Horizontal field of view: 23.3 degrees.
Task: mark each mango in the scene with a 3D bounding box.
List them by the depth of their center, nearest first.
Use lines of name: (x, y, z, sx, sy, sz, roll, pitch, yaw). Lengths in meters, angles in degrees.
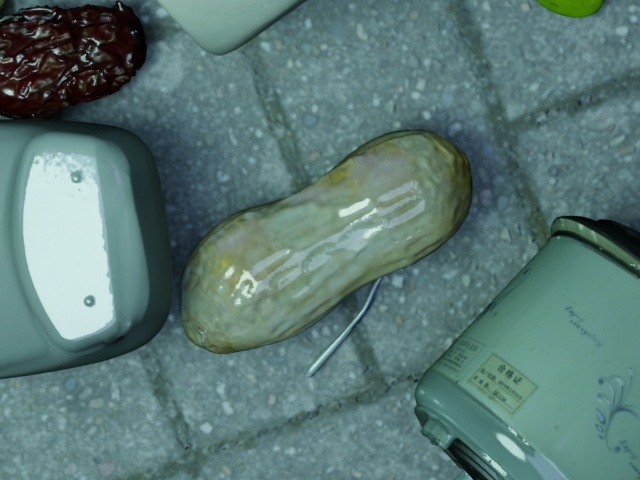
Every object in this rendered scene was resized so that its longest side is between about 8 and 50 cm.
mango: (0.220, -0.251, 1.423, 0.073, 0.056, 0.108, -42, 101, 12)

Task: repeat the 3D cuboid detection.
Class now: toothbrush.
toothbrush: (0.035, 0.070, 1.503, 0.017, 0.014, 0.162, 42, 98, 12)

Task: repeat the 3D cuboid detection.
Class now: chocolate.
chocolate: (0.000, 0.000, 1.429, 0.309, 0.134, 0.134, -31, 99, 6)

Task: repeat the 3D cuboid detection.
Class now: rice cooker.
rice cooker: (0.247, 0.128, 1.372, 0.316, 0.317, 0.264, -39, 116, 6)

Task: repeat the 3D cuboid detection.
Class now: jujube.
jujube: (-0.240, -0.161, 1.416, 0.165, 0.104, 0.104, -8, 100, -7)

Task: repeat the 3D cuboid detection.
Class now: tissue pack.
tissue pack: (-0.302, 0.009, 1.385, 0.333, 0.236, 0.229, -6, 91, 0)

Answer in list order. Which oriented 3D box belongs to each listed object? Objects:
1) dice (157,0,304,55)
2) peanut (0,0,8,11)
dice: (-0.044, -0.342, 1.278, 0.304, 0.304, 0.277, -34, 99, 5)
peanut: (-0.320, -0.265, 1.395, 0.120, 0.110, 0.236, 39, 107, -11)
